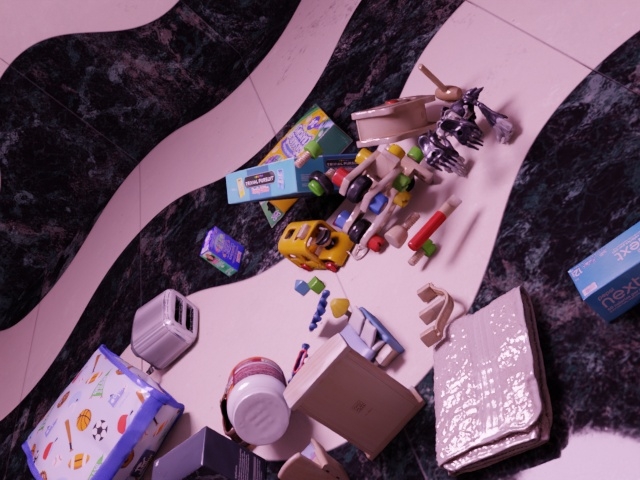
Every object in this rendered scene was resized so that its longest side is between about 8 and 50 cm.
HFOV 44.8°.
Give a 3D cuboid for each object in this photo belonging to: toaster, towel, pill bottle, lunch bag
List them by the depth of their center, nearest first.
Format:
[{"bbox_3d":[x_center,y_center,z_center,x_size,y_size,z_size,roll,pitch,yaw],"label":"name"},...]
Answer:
[{"bbox_3d":[0.253,0.212,1.194,0.187,0.049,0.282,-33,33,29],"label":"towel"},{"bbox_3d":[-0.118,0.304,1.483,0.121,0.121,0.221,-51,9,1],"label":"pill bottle"},{"bbox_3d":[-0.499,0.456,1.822,0.327,0.239,0.385,-57,21,-14],"label":"lunch bag"},{"bbox_3d":[-0.413,0.236,2.067,0.146,0.129,0.227,-39,29,18],"label":"toaster"}]

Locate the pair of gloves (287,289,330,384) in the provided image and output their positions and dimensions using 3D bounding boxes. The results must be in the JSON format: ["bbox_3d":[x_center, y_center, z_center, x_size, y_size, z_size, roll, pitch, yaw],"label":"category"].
[{"bbox_3d":[-0.021,0.195,1.549,0.159,0.023,0.198,106,-174,-76],"label":"pair of gloves"}]

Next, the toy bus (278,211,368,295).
[{"bbox_3d":[-0.009,0.005,1.768,0.202,0.104,0.191,-41,30,20],"label":"toy bus"}]

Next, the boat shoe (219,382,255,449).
[{"bbox_3d":[-0.177,0.351,1.639,0.073,0.073,0.207,-51,26,10],"label":"boat shoe"}]

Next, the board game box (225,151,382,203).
[{"bbox_3d":[-0.035,-0.144,1.816,0.336,0.254,0.079,-3,93,58],"label":"board game box"}]

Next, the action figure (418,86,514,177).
[{"bbox_3d":[0.288,-0.211,1.561,0.164,0.141,0.275,-45,1,29],"label":"action figure"}]

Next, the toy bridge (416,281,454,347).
[{"bbox_3d":[0.202,0.120,1.352,0.063,0.026,0.188,-37,14,17],"label":"toy bridge"}]

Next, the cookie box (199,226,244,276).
[{"bbox_3d":[-0.267,0.031,2.114,0.040,0.107,0.091,-32,33,35],"label":"cookie box"}]

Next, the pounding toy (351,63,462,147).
[{"bbox_3d":[0.179,-0.313,1.761,0.270,0.154,0.154,-22,17,-36],"label":"pounding toy"}]

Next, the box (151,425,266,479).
[{"bbox_3d":[-0.213,0.454,1.477,0.156,0.158,0.093,-38,31,25],"label":"box"}]

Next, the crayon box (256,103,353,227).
[{"bbox_3d":[-0.073,-0.211,2.143,0.323,0.083,0.203,-47,28,9],"label":"crayon box"}]

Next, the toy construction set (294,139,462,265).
[{"bbox_3d":[0.161,-0.109,1.571,0.237,0.257,0.309,-45,47,-15],"label":"toy construction set"}]

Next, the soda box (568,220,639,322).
[{"bbox_3d":[0.461,0.021,1.087,0.210,0.071,0.067,-39,31,22],"label":"soda box"}]

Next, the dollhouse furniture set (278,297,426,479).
[{"bbox_3d":[-0.012,0.246,1.385,0.286,0.198,0.303,-48,27,5],"label":"dollhouse furniture set"}]
